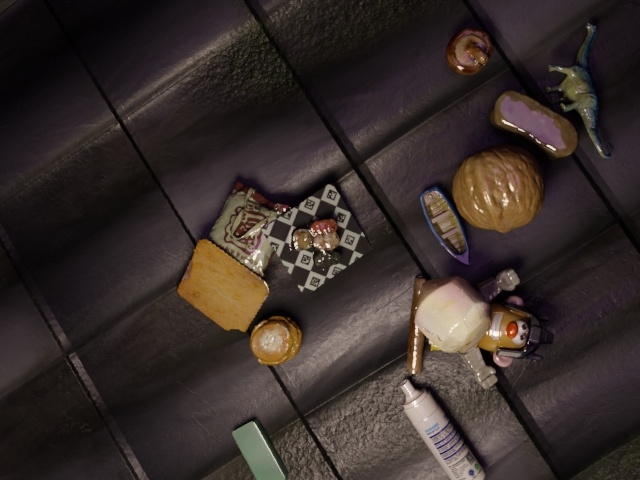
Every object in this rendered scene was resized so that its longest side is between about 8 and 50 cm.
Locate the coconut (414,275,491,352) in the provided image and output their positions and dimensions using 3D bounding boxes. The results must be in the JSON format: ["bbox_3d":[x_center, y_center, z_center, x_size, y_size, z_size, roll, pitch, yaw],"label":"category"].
[{"bbox_3d":[0.297,0.166,1.252,0.171,0.171,0.183,-50,55,3],"label":"coconut"}]

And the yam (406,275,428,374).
[{"bbox_3d":[0.261,0.226,1.433,0.046,0.046,0.264,5,90,6],"label":"yam"}]

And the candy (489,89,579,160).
[{"bbox_3d":[0.554,-0.298,1.392,0.234,0.104,0.102,30,96,7],"label":"candy"}]

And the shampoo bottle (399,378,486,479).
[{"bbox_3d":[0.304,0.497,1.396,0.092,0.092,0.303,-36,85,4],"label":"shampoo bottle"}]

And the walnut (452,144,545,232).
[{"bbox_3d":[0.447,-0.128,1.348,0.228,0.228,0.228,0,88,6],"label":"walnut"}]

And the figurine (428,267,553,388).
[{"bbox_3d":[0.433,0.215,1.366,0.308,0.143,0.308,3,106,11],"label":"figurine"}]

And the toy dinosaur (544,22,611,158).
[{"bbox_3d":[0.673,-0.387,1.396,0.147,0.076,0.363,-7,85,2],"label":"toy dinosaur"}]

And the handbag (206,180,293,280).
[{"bbox_3d":[-0.195,-0.020,1.453,0.213,0.127,0.235,25,81,16],"label":"handbag"}]

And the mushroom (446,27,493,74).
[{"bbox_3d":[0.395,-0.505,1.424,0.127,0.087,0.127,0,89,2],"label":"mushroom"}]

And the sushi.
[{"bbox_3d":[0.000,0.000,1.409,0.231,0.047,0.219,-35,104,-10],"label":"sushi"}]

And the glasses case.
[{"bbox_3d":[-0.165,0.586,1.469,0.078,0.039,0.184,-31,85,5],"label":"glasses case"}]

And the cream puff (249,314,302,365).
[{"bbox_3d":[-0.115,0.267,1.442,0.144,0.103,0.126,-27,79,20],"label":"cream puff"}]

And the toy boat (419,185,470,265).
[{"bbox_3d":[0.339,-0.034,1.434,0.080,0.046,0.229,-29,86,4],"label":"toy boat"}]

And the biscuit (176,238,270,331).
[{"bbox_3d":[-0.269,0.134,1.455,0.237,0.013,0.232,36,122,5],"label":"biscuit"}]
